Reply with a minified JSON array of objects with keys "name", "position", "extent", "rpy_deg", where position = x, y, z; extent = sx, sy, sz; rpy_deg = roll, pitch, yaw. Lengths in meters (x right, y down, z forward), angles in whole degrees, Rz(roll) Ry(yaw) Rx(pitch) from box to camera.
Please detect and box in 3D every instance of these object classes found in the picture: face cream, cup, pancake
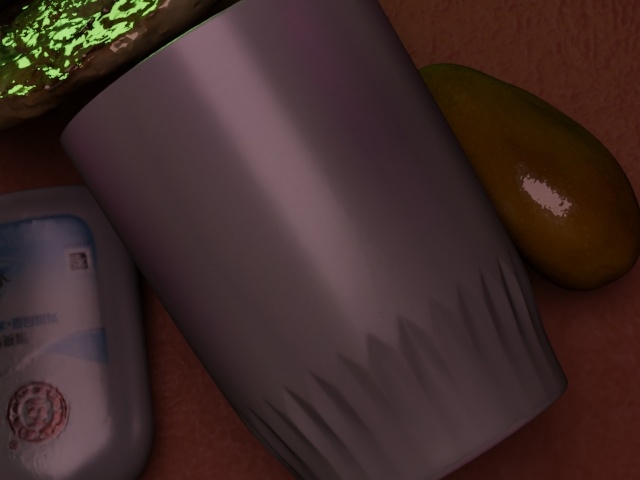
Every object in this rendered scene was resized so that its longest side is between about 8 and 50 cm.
[{"name":"face cream","position":[-0.210,0.129,1.391],"extent":[0.163,0.080,0.336],"rpy_deg":[-9,75,5]},{"name":"cup","position":[0.000,0.000,1.307],"extent":[0.253,0.253,0.371],"rpy_deg":[-31,86,-3]},{"name":"pancake","position":[-0.161,-0.190,1.359],"extent":[0.356,0.356,0.065],"rpy_deg":[-38,110,-5]}]

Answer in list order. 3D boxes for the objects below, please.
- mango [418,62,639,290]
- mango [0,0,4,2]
[{"name":"mango","position":[0.157,-0.056,1.384],"extent":[0.227,0.136,0.099],"rpy_deg":[45,120,18]},{"name":"mango","position":[-0.366,-0.240,1.457],"extent":[0.293,0.175,0.143],"rpy_deg":[-5,109,14]}]
